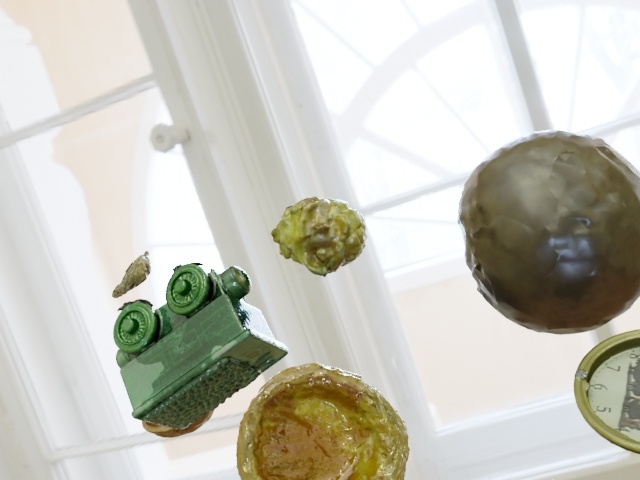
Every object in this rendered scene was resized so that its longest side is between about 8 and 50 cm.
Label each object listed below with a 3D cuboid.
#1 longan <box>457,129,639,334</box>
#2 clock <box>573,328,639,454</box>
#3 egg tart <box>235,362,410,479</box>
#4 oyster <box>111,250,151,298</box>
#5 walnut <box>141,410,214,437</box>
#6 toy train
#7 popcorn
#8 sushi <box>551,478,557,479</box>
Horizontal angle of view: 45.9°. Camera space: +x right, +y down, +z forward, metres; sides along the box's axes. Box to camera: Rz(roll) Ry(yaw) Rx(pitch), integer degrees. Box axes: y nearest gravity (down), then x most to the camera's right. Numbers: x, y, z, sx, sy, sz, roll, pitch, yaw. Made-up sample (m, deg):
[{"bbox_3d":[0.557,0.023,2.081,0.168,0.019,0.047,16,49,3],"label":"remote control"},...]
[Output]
[{"bbox_3d":[0.441,-0.015,1.432,0.391,0.390,0.391,-19,7,2],"label":"longan"},{"bbox_3d":[0.478,0.220,1.062,0.237,0.057,0.237,-13,33,9],"label":"clock"},{"bbox_3d":[0.004,0.463,1.657,0.388,0.387,0.169,-21,-25,-14],"label":"egg tart"},{"bbox_3d":[-0.324,0.066,1.319,0.083,0.038,0.080,-54,9,25],"label":"oyster"},{"bbox_3d":[-0.342,0.435,1.906,0.211,0.087,0.167,-24,29,15],"label":"walnut"},{"bbox_3d":[-0.206,0.161,1.217,0.266,0.201,0.145,-37,-32,9],"label":"toy train"},{"bbox_3d":[-0.002,-0.012,1.372,0.174,0.142,0.173,-10,7,1],"label":"popcorn"},{"bbox_3d":[0.361,0.477,1.058,0.285,0.328,0.328,21,-1,38],"label":"sushi"}]
